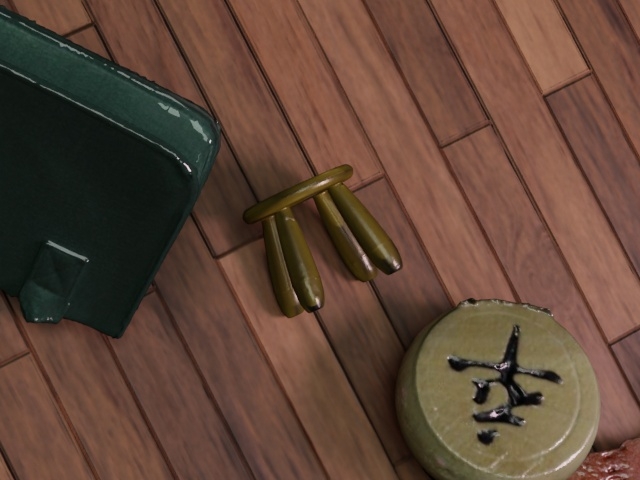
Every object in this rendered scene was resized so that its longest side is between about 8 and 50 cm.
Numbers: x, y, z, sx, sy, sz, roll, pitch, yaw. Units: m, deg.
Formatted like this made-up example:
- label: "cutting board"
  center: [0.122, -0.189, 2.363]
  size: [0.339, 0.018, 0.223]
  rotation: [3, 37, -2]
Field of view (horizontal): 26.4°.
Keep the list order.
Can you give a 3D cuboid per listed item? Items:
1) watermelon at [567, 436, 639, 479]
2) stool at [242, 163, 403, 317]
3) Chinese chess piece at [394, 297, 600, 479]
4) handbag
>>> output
- label: "watermelon"
  center: [0.296, 0.259, 1.295]
  size: [0.241, 0.094, 0.154]
  rotation: [-25, 78, -17]
- label: "stool"
  center: [0.000, 0.000, 1.246]
  size: [0.134, 0.135, 0.111]
  rotation: [-24, 90, 29]
- label: "Chinese chess piece"
  center: [0.162, 0.145, 1.249]
  size: [0.188, 0.083, 0.189]
  rotation: [5, 61, -9]
- label: "handbag"
  center: [-0.269, -0.065, 1.141]
  size: [0.326, 0.238, 0.089]
  rotation: [25, 34, -10]
